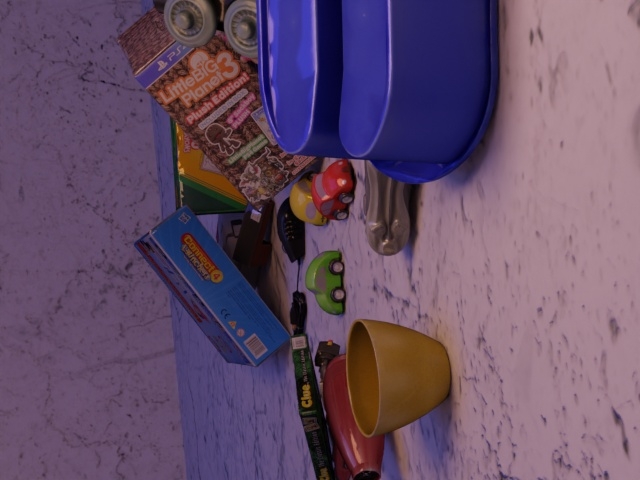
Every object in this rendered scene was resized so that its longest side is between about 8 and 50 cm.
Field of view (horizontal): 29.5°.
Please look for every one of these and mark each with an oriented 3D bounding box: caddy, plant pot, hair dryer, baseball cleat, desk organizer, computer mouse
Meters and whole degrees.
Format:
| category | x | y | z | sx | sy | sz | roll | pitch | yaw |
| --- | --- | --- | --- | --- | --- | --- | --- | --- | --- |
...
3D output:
| category | x | y | z | sx | sy | sz | roll | pitch | yaw |
| --- | --- | --- | --- | --- | --- | --- | --- | --- | --- |
| caddy | 0.068 | -0.226 | 1.240 | 0.241 | 0.179 | 0.341 | 9 | 103 | 51 |
| plant pot | 0.092 | 0.153 | 1.383 | 0.134 | 0.095 | 0.134 | 177 | 90 | -76 |
| hair dryer | 0.050 | 0.261 | 1.665 | 0.293 | 0.080 | 0.223 | -121 | 22 | -83 |
| baseball cleat | 0.077 | -0.086 | 1.440 | 0.109 | 0.072 | 0.206 | -105 | 21 | -60 |
| desk organizer | -0.115 | -0.018 | 2.253 | 0.047 | 0.050 | 0.130 | 26 | 107 | 36 |
| computer mouse | -0.051 | 0.046 | 2.037 | 0.071 | 0.041 | 0.242 | -156 | 63 | -73 |

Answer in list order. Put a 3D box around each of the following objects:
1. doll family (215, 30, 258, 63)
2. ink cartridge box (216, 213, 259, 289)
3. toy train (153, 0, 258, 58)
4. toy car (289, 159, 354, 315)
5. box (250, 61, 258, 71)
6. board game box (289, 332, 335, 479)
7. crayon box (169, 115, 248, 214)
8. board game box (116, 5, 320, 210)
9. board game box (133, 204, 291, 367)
| category | x | y | z | sx | sy | sz | roll | pitch | yaw |
| --- | --- | --- | --- | --- | --- | --- | --- | --- | --- |
| doll family | -0.052 | -0.343 | 1.652 | 0.263 | 0.163 | 0.118 | -61 | 19 | 22 |
| ink cartridge box | -0.166 | 0.015 | 2.438 | 0.109 | 0.063 | 0.150 | 103 | 158 | -50 |
| toy train | -0.061 | -0.328 | 1.505 | 0.142 | 0.334 | 0.190 | -35 | -47 | -55 |
| toy car | 0.000 | 0.000 | 1.796 | 0.239 | 0.053 | 0.225 | 175 | 92 | -76 |
| box | -0.144 | -0.322 | 2.109 | 0.163 | 0.142 | 0.247 | -159 | 67 | -74 |
| board game box | -0.009 | 0.267 | 1.797 | 0.259 | 0.030 | 0.136 | 79 | -176 | -49 |
| crayon box | -0.198 | -0.188 | 2.307 | 0.081 | 0.165 | 0.278 | 162 | 104 | -75 |
| board game box | -0.157 | -0.225 | 1.882 | 0.291 | 0.141 | 0.232 | 48 | -177 | -27 |
| board game box | -0.210 | 0.090 | 2.271 | 0.308 | 0.086 | 0.302 | 52 | 167 | -6 |
